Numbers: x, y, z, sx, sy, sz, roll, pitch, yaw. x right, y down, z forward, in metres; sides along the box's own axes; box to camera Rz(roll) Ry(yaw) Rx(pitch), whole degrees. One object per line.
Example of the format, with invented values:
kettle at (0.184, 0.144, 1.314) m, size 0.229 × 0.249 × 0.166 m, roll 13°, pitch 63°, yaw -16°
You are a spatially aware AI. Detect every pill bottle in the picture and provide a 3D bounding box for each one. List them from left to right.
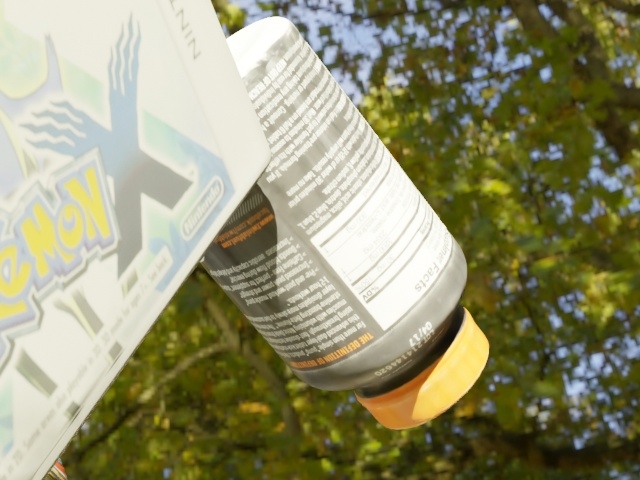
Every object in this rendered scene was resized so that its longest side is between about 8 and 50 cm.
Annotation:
pill bottle at (0.000, 0.000, 0.719) m, size 0.130 × 0.130 × 0.246 m, roll -29°, pitch -70°, yaw 25°

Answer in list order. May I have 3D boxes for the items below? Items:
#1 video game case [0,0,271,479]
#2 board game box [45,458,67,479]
video game case at (-0.140, -0.065, 0.434) m, size 0.036 × 0.329 × 0.300 m, roll -3°, pitch -55°, yaw 29°
board game box at (-0.285, 0.075, 0.728) m, size 0.086 × 0.308 × 0.302 m, roll -44°, pitch 8°, yaw -13°
